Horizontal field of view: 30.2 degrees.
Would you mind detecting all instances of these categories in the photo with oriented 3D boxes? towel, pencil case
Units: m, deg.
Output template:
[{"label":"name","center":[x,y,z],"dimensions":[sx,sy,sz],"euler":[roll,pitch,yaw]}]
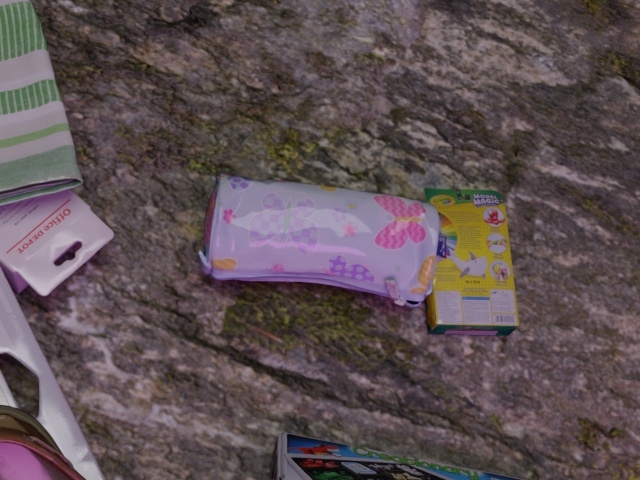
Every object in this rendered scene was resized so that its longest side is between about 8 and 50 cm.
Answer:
[{"label":"towel","center":[-0.417,-0.161,1.319],"dimensions":[0.247,0.038,0.325],"euler":[-14,55,-11]},{"label":"pencil case","center":[0.000,0.000,1.350],"dimensions":[0.273,0.113,0.124],"euler":[9,84,-9]}]

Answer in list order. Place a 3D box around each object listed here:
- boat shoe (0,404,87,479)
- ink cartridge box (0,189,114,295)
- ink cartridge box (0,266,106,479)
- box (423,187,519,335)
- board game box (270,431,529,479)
[{"label":"boat shoe","center":[-0.229,0.294,1.120],"dimensions":[0.122,0.120,0.324],"euler":[-46,105,-16]},{"label":"ink cartridge box","center":[-0.335,-0.025,1.315],"dimensions":[0.198,0.067,0.115],"euler":[42,65,10]},{"label":"ink cartridge box","center":[-0.385,0.191,1.211],"dimensions":[0.238,0.060,0.275],"euler":[-24,73,-21]},{"label":"box","center":[0.173,0.023,1.416],"dimensions":[0.105,0.043,0.179],"euler":[2,68,-11]},{"label":"board game box","center":[0.100,0.291,1.210],"dimensions":[0.305,0.053,0.193],"euler":[12,20,-6]}]
